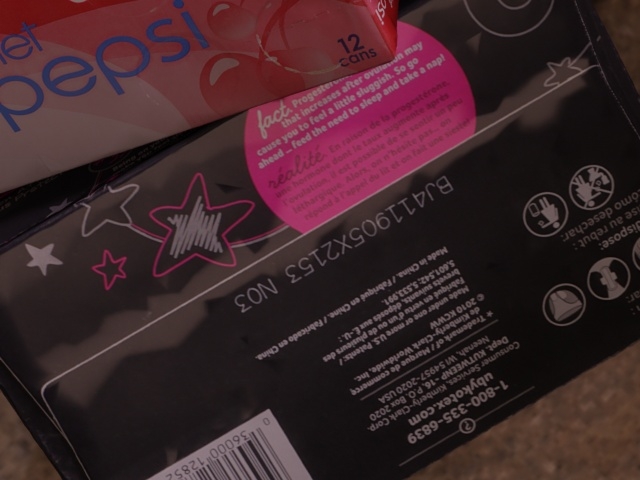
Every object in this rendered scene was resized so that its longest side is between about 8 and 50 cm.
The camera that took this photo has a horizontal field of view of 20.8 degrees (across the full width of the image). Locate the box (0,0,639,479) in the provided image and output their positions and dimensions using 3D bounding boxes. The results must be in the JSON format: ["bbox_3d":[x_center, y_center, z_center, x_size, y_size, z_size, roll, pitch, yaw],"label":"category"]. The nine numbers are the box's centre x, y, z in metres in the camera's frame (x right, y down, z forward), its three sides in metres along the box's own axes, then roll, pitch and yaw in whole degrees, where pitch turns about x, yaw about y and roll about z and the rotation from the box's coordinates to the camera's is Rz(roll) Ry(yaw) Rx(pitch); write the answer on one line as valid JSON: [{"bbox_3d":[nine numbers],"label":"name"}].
[{"bbox_3d":[0.000,0.000,0.679,0.247,0.142,0.163,-31,109,0],"label":"box"}]

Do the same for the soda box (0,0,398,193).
[{"bbox_3d":[-0.107,-0.077,0.606,0.263,0.083,0.092,-17,127,20],"label":"soda box"}]
